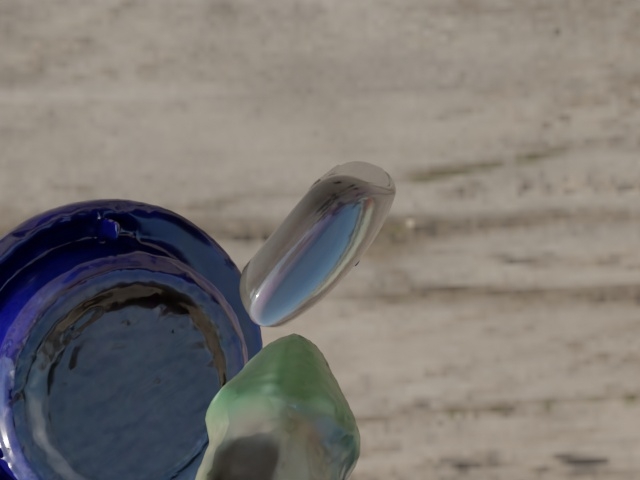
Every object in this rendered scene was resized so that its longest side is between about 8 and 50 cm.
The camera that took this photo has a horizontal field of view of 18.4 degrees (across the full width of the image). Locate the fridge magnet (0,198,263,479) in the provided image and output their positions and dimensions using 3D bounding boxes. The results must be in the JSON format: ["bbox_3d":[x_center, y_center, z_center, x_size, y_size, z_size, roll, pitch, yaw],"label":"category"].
[{"bbox_3d":[-0.160,0.101,1.470,0.265,0.265,0.113,9,-174,-29],"label":"fridge magnet"}]

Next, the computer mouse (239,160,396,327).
[{"bbox_3d":[0.001,0.001,1.339,0.057,0.120,0.232,41,-173,1],"label":"computer mouse"}]

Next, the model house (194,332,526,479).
[{"bbox_3d":[0.052,0.202,0.843,0.243,0.284,0.298,-20,130,36],"label":"model house"}]
